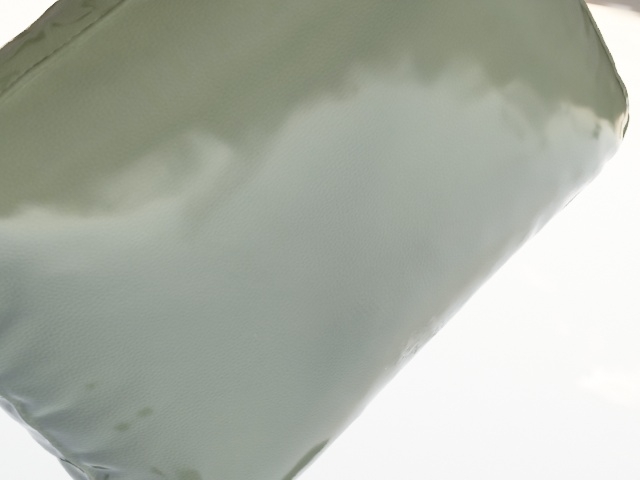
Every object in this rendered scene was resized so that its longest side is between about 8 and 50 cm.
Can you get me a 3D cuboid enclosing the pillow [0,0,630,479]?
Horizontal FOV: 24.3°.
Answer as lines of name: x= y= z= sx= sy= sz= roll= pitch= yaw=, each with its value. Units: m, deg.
pillow: x=-0.015 y=-0.036 z=0.636 sx=0.322 sy=0.255 sz=0.120 roll=-44 pitch=-140 yaw=-9
